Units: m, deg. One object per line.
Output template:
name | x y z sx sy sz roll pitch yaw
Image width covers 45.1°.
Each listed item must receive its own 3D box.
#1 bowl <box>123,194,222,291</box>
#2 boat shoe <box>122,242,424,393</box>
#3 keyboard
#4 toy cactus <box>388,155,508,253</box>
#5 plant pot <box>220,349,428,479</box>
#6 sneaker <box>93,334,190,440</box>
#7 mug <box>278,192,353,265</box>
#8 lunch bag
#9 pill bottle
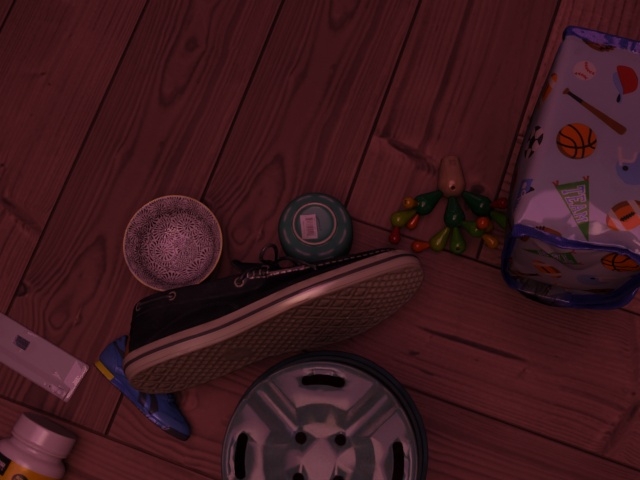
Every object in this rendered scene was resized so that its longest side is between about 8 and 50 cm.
bowl | -0.249 0.013 1.341 0.170 0.080 0.170 0 76 1
boat shoe | -0.083 0.097 1.234 0.500 0.187 0.156 -19 56 5
keyboard | -0.527 0.187 1.346 0.256 0.014 0.072 29 74 8
toy cactus | 0.226 -0.065 1.341 0.219 0.112 0.180 -4 66 10
plant pot | 0.005 0.314 1.130 0.341 0.334 0.341 0 76 1
sneaker | -0.283 0.244 1.293 0.209 0.069 0.082 41 78 11
mug | 0.002 -0.009 1.328 0.158 0.097 0.129 37 80 10
lunch bag | 0.413 -0.079 1.182 0.239 0.385 0.327 18 78 11
pill bottle | -0.488 0.392 1.239 0.119 0.119 0.208 25 78 8
